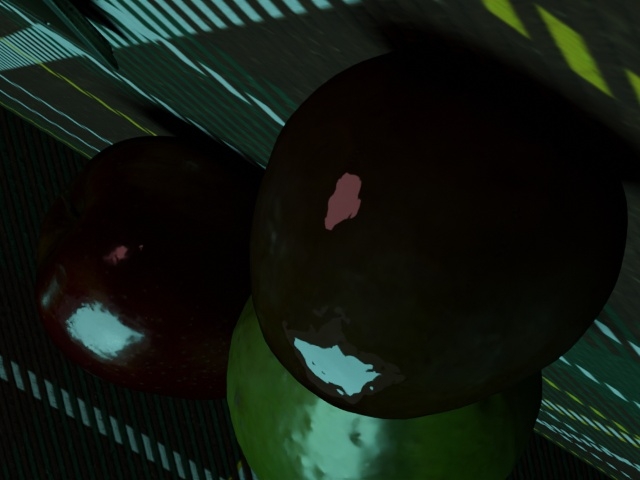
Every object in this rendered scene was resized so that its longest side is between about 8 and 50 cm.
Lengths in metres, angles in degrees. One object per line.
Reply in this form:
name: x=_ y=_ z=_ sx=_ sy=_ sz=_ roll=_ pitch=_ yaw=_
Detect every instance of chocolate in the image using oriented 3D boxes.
chocolate: x=0.047 y=0.004 z=0.694 sx=0.177 sy=0.176 sz=0.177 roll=30 pitch=176 yaw=3

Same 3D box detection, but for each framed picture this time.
framed picture: x=-0.270 y=-0.226 z=1.089 sx=0.232 sy=0.019 sz=0.296 roll=33 pitch=176 yaw=12

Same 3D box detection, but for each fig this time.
fig: x=0.049 y=0.098 z=1.193 sx=0.258 sy=0.258 sz=0.326 roll=30 pitch=163 yaw=9

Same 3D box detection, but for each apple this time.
apple: x=-0.157 y=0.031 z=1.634 sx=0.317 sy=0.288 sz=0.288 roll=24 pitch=179 yaw=-28
